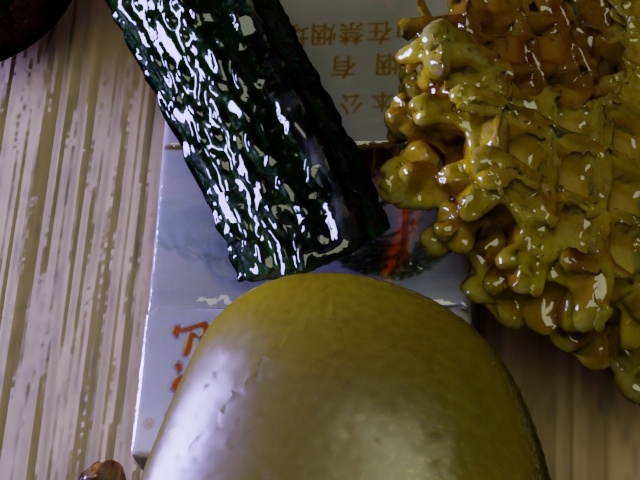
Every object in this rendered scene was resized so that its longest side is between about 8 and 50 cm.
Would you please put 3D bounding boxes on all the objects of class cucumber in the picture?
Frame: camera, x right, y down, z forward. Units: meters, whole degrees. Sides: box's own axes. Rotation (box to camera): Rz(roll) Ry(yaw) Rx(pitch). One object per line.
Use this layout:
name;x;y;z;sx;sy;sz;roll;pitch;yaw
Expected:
cucumber;-0.047;-0.085;0.794;0.077;0.077;0.265;-25;65;-3

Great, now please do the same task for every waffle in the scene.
waffle;0.116;-0.040;0.777;0.197;0.070;0.193;43;50;-6

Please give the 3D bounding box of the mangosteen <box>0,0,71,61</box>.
mangosteen;-0.188;-0.153;0.903;0.140;0.140;0.140;-3;65;7

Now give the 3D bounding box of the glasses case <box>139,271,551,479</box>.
glasses case;-0.014;0.198;0.659;0.173;0.141;0.371;18;82;12

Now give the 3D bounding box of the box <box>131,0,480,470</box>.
box;0.000;0.001;0.825;0.149;0.067;0.233;-2;66;11

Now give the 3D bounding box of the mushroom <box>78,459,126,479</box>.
mushroom;-0.122;0.151;0.774;0.088;0.073;0.129;-13;55;41
